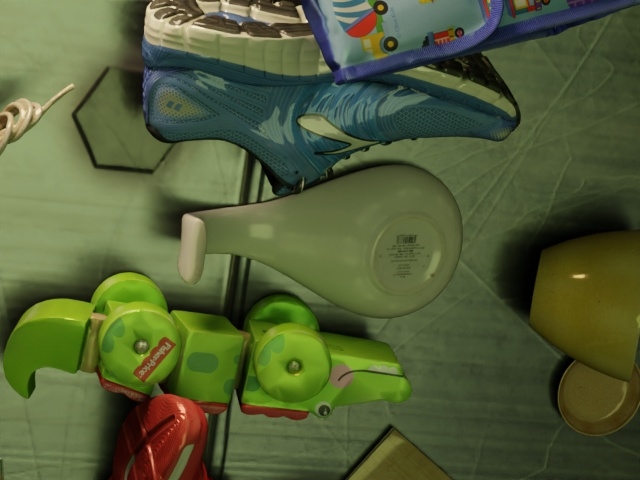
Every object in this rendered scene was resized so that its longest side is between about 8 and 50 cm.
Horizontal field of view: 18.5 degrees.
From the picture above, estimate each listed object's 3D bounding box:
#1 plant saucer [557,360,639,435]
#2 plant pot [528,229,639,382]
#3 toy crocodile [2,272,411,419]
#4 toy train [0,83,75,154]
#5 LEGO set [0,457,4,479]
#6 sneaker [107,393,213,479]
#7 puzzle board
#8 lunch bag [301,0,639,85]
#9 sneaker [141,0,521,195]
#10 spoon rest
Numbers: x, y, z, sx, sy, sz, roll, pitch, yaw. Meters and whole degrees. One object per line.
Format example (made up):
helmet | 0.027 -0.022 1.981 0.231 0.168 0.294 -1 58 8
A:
plant saucer | 0.252 0.136 1.790 0.083 0.015 0.083 -4 104 -15
plant pot | 0.234 0.049 1.715 0.095 0.134 0.134 10 101 7
toy crocodile | -0.091 0.100 1.637 0.340 0.115 0.105 8 103 -15
toy train | -0.331 -0.088 1.540 0.248 0.105 0.143 -43 97 -2
LEGO set | -0.339 0.222 1.560 0.182 0.244 0.060 -20 70 -14
sneaker | -0.105 0.199 1.646 0.128 0.087 0.221 1 145 -26
puzzle board | 0.077 0.241 1.771 0.128 0.011 0.096 42 91 -19
lunch bag | 0.077 -0.248 1.522 0.293 0.138 0.221 -17 92 -28
sneaker | 0.006 -0.116 1.620 0.330 0.130 0.147 6 119 -17
spoon rest | 0.000 0.000 1.666 0.276 0.084 0.137 1 104 -29
